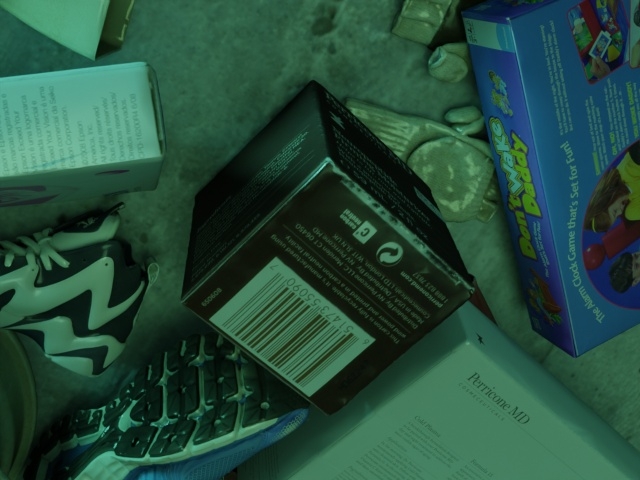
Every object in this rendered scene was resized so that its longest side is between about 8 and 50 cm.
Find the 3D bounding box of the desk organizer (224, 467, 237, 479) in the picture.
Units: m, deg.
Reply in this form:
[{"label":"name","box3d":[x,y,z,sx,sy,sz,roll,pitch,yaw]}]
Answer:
[{"label":"desk organizer","box3d":[-0.084,0.212,0.948,0.050,0.047,0.130,25,103,-23]}]

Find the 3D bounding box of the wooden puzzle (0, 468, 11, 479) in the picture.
[{"label":"wooden puzzle","box3d":[-0.330,0.247,0.550,0.347,0.080,0.322,-32,114,0]}]

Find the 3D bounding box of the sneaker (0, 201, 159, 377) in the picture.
[{"label":"sneaker","box3d":[-0.246,0.009,0.806,0.235,0.094,0.153,35,96,-25]}]

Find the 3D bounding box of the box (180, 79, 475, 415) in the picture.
[{"label":"box","box3d":[0.000,0.000,0.786,0.168,0.203,0.167,40,108,-21]}]

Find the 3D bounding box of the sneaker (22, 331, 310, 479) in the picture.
[{"label":"sneaker","box3d":[-0.131,0.197,0.862,0.330,0.130,0.147,-29,127,30]}]

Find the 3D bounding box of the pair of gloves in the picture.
[{"label":"pair of gloves","box3d":[0.136,-0.134,0.874,0.204,0.042,0.240,22,104,-20]}]

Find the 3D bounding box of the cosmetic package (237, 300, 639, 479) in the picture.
[{"label":"cosmetic package","box3d":[0.148,0.254,0.921,0.284,0.097,0.377,-39,118,20]}]

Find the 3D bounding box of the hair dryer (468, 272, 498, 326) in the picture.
[{"label":"hair dryer","box3d":[0.105,0.170,0.958,0.223,0.080,0.294,20,104,-20]}]

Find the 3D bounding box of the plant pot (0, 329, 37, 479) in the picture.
[{"label":"plant pot","box3d":[-0.408,0.210,0.728,0.333,0.305,0.334,-4,111,-12]}]

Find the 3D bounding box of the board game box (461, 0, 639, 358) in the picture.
[{"label":"board game box","box3d":[0.288,-0.091,0.882,0.233,0.078,0.347,-24,115,-14]}]

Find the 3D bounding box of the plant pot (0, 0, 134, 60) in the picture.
[{"label":"plant pot","box3d":[-0.202,-0.215,0.733,0.096,0.109,0.109,17,106,-6]}]

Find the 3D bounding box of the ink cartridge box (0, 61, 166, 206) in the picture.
[{"label":"ink cartridge box","box3d":[-0.279,-0.052,0.652,0.330,0.324,0.072,-9,92,-10]}]
